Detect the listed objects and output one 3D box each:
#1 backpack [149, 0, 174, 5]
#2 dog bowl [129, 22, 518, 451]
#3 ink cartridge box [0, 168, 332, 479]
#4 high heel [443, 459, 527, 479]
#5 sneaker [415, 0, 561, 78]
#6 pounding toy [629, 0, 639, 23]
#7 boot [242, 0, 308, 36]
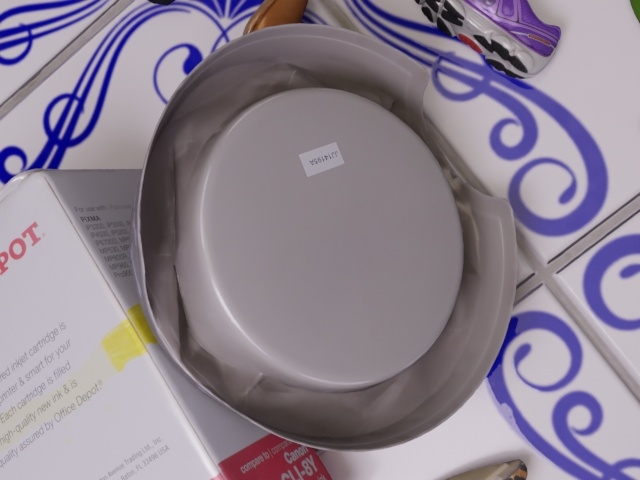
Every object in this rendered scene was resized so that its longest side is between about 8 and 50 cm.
[{"bbox_3d":[-0.209,-0.463,0.868,0.290,0.273,0.355,-44,68,11],"label":"backpack"},{"bbox_3d":[0.000,0.000,0.758,0.348,0.102,0.349,7,75,-28],"label":"dog bowl"},{"bbox_3d":[-0.204,0.160,0.834,0.279,0.160,0.385,-37,79,23],"label":"ink cartridge box"},{"bbox_3d":[0.123,0.334,0.822,0.261,0.093,0.186,-38,97,1],"label":"high heel"},{"bbox_3d":[0.153,-0.224,0.852,0.170,0.068,0.071,40,81,4],"label":"sneaker"},{"bbox_3d":[0.362,-0.221,0.766,0.182,0.110,0.237,-2,86,14],"label":"pounding toy"},{"bbox_3d":[-0.013,-0.147,0.883,0.152,0.073,0.197,26,93,7],"label":"boot"}]
